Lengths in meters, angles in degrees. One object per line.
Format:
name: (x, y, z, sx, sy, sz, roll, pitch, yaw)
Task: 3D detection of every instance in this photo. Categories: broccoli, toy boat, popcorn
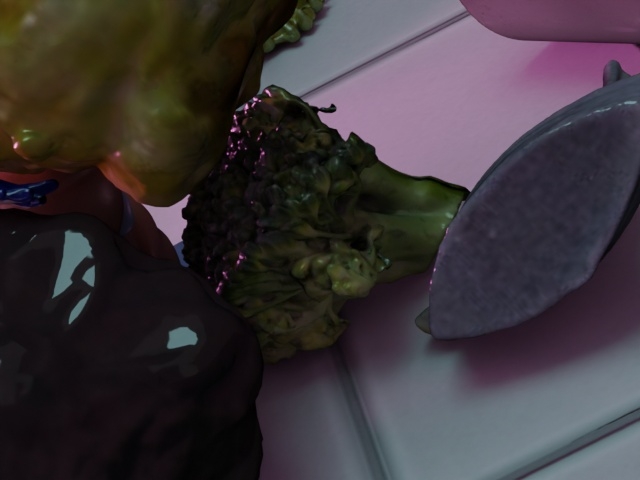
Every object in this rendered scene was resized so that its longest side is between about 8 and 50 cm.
broccoli: (0.000, 0.000, 1.516, 0.246, 0.247, 0.288, 10, 20, -3)
toy boat: (0.179, -0.023, 1.399, 0.276, 0.111, 0.293, -50, -4, 6)
popcorn: (-0.184, -0.178, 1.386, 0.312, 0.312, 0.312, -22, 28, 12)

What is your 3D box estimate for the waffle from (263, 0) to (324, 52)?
waffle: (-0.077, -0.270, 2.170, 0.183, 0.036, 0.169, -14, 33, 30)

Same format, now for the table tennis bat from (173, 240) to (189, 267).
table tennis bat: (-0.141, 0.025, 1.747, 0.155, 0.019, 0.100, -7, 34, 32)

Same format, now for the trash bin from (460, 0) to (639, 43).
trash bin: (0.333, -0.309, 1.600, 0.280, 0.280, 0.432, -43, 27, -26)

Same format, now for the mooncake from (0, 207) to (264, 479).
mooncake: (-0.234, 0.150, 1.285, 0.351, 0.212, 0.381, 17, 54, 7)

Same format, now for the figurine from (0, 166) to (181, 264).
figurine: (-0.296, 0.039, 1.637, 0.388, 0.276, 0.248, -5, 12, 35)

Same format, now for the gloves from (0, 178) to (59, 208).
gloves: (-0.239, -0.037, 1.318, 0.086, 0.026, 0.064, 1, 5, 36)
